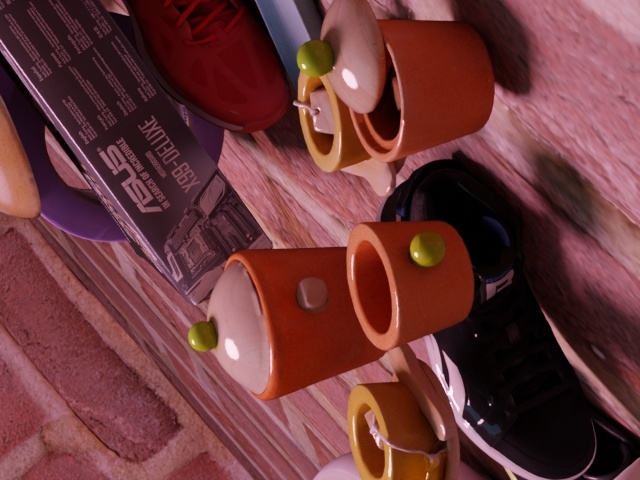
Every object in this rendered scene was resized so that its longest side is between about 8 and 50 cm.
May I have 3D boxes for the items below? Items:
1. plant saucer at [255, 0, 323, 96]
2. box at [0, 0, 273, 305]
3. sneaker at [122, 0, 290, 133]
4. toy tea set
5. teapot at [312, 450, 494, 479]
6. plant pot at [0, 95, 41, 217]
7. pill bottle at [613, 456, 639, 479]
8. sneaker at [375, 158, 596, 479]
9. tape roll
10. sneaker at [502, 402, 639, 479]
[{"bbox_3d":[-0.013,-0.133,1.098,0.067,0.018,0.192,40,162,43],"label":"plant saucer"},{"bbox_3d":[-0.172,-0.111,1.227,0.307,0.076,0.242,55,173,-17],"label":"box"},{"bbox_3d":[-0.100,-0.177,1.136,0.221,0.087,0.128,49,169,8],"label":"sneaker"},{"bbox_3d":[0.000,0.000,0.959,0.200,0.124,0.336,-126,31,-50],"label":"toy tea set"},{"bbox_3d":[0.110,0.291,1.490,0.256,0.187,0.252,64,148,34],"label":"teapot"},{"bbox_3d":[-0.287,-0.117,1.298,0.236,0.032,0.236,55,163,26],"label":"plant pot"},{"bbox_3d":[0.239,0.228,0.971,0.208,0.117,0.117,47,167,19],"label":"pill bottle"},{"bbox_3d":[0.106,0.052,1.018,0.217,0.079,0.121,58,168,6],"label":"sneaker"},{"bbox_3d":[-0.182,-0.098,1.407,0.189,0.189,0.080,57,166,-22],"label":"tape roll"},{"bbox_3d":[0.189,0.180,1.097,0.235,0.084,0.097,48,165,16],"label":"sneaker"}]
